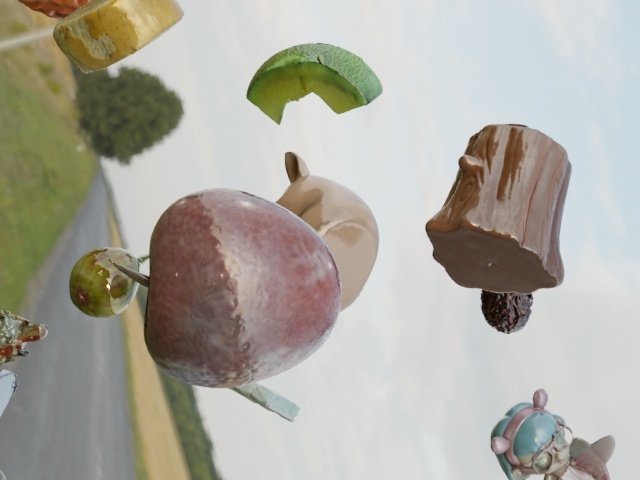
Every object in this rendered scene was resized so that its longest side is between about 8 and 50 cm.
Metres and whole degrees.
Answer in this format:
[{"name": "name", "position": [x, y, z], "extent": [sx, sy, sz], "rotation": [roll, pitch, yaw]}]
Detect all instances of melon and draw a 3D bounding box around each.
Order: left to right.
[{"name": "melon", "position": [-0.019, -0.246, 1.961], "extent": [0.118, 0.210, 0.064], "rotation": [65, 28, -24]}]

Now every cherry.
[{"name": "cherry", "position": [-0.114, 0.059, 1.488], "extent": [0.213, 0.286, 0.236], "rotation": [-93, -163, -67]}]

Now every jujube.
[{"name": "jujube", "position": [0.349, 0.107, 2.388], "extent": [0.104, 0.104, 0.166], "rotation": [-120, -170, -59]}]

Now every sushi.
[{"name": "sushi", "position": [-0.588, 0.168, 2.182], "extent": [0.103, 0.226, 0.097], "rotation": [69, 10, -50]}]

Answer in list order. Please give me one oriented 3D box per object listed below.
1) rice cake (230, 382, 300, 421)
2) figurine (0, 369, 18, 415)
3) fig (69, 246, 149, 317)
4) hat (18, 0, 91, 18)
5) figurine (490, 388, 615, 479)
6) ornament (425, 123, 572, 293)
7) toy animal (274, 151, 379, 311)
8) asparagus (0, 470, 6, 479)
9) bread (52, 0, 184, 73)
[{"name": "rice cake", "position": [-0.129, 0.258, 2.183], "extent": [0.189, 0.037, 0.198], "rotation": [25, -9, 26]}, {"name": "figurine", "position": [-0.806, 0.245, 2.362], "extent": [0.388, 0.276, 0.248], "rotation": [32, -1, 7]}, {"name": "fig", "position": [-0.270, 0.030, 1.637], "extent": [0.166, 0.093, 0.093], "rotation": [-67, 157, -45]}, {"name": "hat", "position": [-0.511, -0.515, 2.073], "extent": [0.285, 0.400, 0.285], "rotation": [7, 90, -80]}, {"name": "figurine", "position": [0.313, 0.339, 1.695], "extent": [0.260, 0.205, 0.103], "rotation": [50, -11, -19]}, {"name": "ornament", "position": [0.297, -0.051, 2.001], "extent": [0.221, 0.235, 0.217], "rotation": [114, -3, -65]}, {"name": "toy animal", "position": [-0.003, 0.000, 2.214], "extent": [0.195, 0.213, 0.256], "rotation": [41, 1, -34]}, {"name": "asparagus", "position": [-0.551, 0.372, 1.955], "extent": [0.287, 0.080, 0.080], "rotation": [61, 6, -57]}, {"name": "bread", "position": [-0.222, -0.234, 1.325], "extent": [0.149, 0.122, 0.073], "rotation": [-14, -64, 42]}]
